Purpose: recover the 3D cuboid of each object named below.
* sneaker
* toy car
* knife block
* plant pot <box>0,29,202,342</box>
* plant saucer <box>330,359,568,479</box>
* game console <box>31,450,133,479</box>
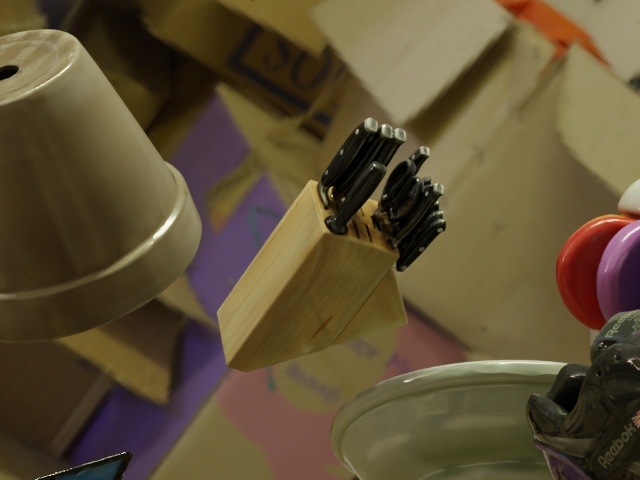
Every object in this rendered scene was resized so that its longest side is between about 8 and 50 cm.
[{"bbox_3d":[0.202,0.088,0.862,0.107,0.283,0.124,-30,84,-35],"label":"sneaker"},{"bbox_3d":[0.246,0.029,1.172,0.136,0.159,0.182,11,2,-30],"label":"toy car"},{"bbox_3d":[0.000,0.000,1.689,0.088,0.275,0.242,-104,177,-47],"label":"knife block"},{"bbox_3d":[-0.335,-0.084,1.913,0.323,0.323,0.280,-125,-165,-57],"label":"plant pot"},{"bbox_3d":[0.210,0.257,1.794,0.400,0.400,0.101,27,52,-38],"label":"plant saucer"},{"bbox_3d":[-0.241,0.275,1.598,0.122,0.107,0.071,-13,1,-34],"label":"game console"}]
